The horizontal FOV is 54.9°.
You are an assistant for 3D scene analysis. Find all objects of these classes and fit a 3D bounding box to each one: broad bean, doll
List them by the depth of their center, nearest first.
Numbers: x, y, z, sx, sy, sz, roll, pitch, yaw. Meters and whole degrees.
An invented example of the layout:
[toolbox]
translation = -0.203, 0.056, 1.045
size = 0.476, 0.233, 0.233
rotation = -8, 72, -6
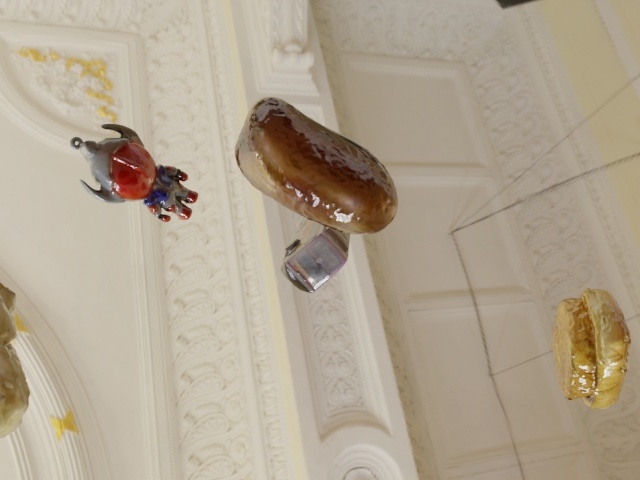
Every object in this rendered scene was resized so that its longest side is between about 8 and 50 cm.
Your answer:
[broad bean]
translation = -0.002, -0.065, 0.581
size = 0.165, 0.084, 0.114
rotation = 24, -130, -5
[doll]
translation = -0.252, -0.089, 0.840
size = 0.195, 0.062, 0.104
rotation = 31, -95, -41

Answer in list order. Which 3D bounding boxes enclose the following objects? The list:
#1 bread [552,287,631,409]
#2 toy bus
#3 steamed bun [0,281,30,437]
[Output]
[bread]
translation = 0.530, 0.209, 1.210
size = 0.120, 0.236, 0.198
rotation = -2, -137, 12
[toy bus]
translation = 0.000, 0.000, 0.745
size = 0.057, 0.072, 0.172
rotation = 47, -163, -11
[steamed bun]
translation = -0.323, 0.057, 0.398
size = 0.292, 0.137, 0.295
rotation = 46, -150, 16
